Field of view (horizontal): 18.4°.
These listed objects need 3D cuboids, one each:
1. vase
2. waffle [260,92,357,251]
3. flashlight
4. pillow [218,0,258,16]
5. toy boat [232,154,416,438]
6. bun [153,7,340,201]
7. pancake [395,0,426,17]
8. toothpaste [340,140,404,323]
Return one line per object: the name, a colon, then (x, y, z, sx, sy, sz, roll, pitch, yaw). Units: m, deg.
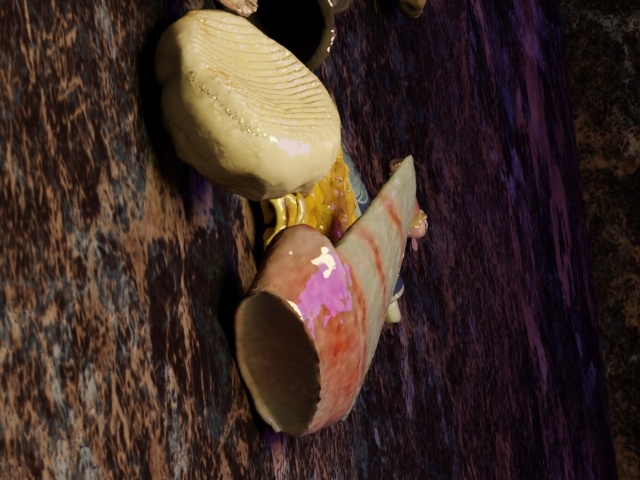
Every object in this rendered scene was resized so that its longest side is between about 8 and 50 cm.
vase: (-0.020, -0.227, 1.865, 0.237, 0.115, 0.115, -56, 135, -70)
waffle: (-0.003, 0.000, 1.864, 0.262, 0.060, 0.281, 37, 47, -70)
flashlight: (0.104, -0.045, 2.302, 0.052, 0.031, 0.110, -68, 145, -60)
pillow: (-0.122, -0.263, 1.539, 0.135, 0.049, 0.248, 57, 10, 21)
toy boat: (0.026, 0.037, 1.748, 0.282, 0.096, 0.206, -54, 138, -46)
bun: (-0.072, -0.102, 1.601, 0.183, 0.102, 0.183, 35, 26, -20)
pancake: (0.104, -0.411, 2.360, 0.294, 0.049, 0.295, 178, -90, -86)
toothpaste: (0.034, -0.027, 2.036, 0.069, 0.047, 0.268, -56, 132, -50)
